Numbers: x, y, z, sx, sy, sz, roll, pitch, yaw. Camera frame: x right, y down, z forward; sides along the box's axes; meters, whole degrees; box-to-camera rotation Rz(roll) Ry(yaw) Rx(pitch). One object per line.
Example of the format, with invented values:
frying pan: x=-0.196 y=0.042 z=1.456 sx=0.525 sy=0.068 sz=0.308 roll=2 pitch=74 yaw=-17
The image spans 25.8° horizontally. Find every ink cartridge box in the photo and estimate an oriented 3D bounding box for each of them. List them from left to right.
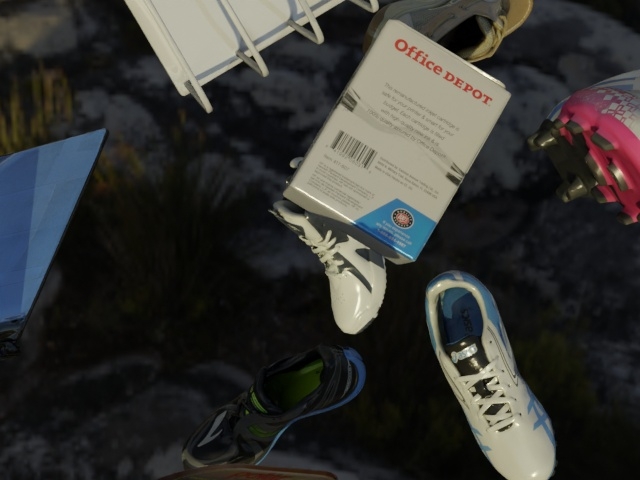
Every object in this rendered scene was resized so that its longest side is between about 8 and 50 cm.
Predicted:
ink cartridge box: x=0.077 y=-0.099 z=1.424 sx=0.148 sy=0.086 sz=0.203 roll=32 pitch=82 yaw=-4

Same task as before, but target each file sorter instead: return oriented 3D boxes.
file sorter: x=-0.056 y=-0.279 z=1.385 sx=0.278 sy=0.193 sz=0.173 roll=-31 pitch=23 yaw=-3

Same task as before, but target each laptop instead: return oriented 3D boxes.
laptop: x=-0.471 y=0.019 z=1.352 sx=0.382 sy=0.236 sz=0.408 roll=-11 pitch=-8 yaw=35

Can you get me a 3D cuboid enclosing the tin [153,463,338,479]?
tin: x=-0.065 y=0.208 z=1.102 sx=0.190 sy=0.040 sz=0.106 roll=-5 pitch=10 yaw=46

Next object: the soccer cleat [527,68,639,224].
soccer cleat: x=0.267 y=-0.097 z=1.161 sx=0.143 sy=0.116 sz=0.331 roll=-33 pitch=6 yaw=1

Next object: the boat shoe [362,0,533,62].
boat shoe: x=0.186 y=-0.268 z=1.781 sx=0.098 sy=0.109 sz=0.302 roll=36 pitch=38 yaw=30

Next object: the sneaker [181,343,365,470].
sneaker: x=-0.050 y=0.144 z=1.225 sx=0.188 sy=0.078 sz=0.067 roll=-34 pitch=57 yaw=14

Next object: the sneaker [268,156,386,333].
sneaker: x=0.000 y=0.000 z=1.735 sx=0.153 sy=0.235 sz=0.094 roll=0 pitch=10 yaw=-33

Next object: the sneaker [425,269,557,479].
sneaker: x=0.166 y=0.142 z=1.417 sx=0.086 sy=0.085 sz=0.237 roll=7 pitch=57 yaw=-61
